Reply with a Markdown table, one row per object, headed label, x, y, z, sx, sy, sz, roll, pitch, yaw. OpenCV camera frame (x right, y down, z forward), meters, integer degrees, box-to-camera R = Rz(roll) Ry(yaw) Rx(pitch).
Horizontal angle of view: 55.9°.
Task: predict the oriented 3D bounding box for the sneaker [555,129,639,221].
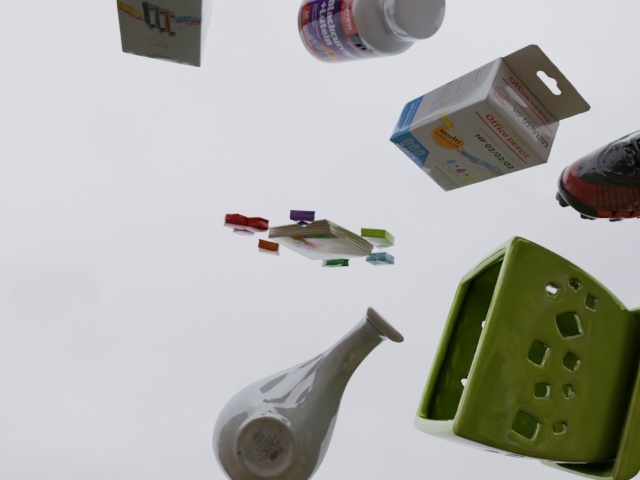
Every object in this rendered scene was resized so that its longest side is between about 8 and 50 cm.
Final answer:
| label | x | y | z | sx | sy | sz | roll | pitch | yaw |
| --- | --- | --- | --- | --- | --- | --- | --- | --- | --- |
| sneaker | 0.392 | -0.101 | 0.641 | 0.276 | 0.097 | 0.135 | -13 | -32 | 4 |

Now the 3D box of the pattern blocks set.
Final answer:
| label | x | y | z | sx | sy | sz | roll | pitch | yaw |
| --- | --- | --- | --- | --- | --- | --- | --- | --- | --- |
| pattern blocks set | 0.000 | 0.000 | 1.140 | 0.285 | 0.026 | 0.325 | -2 | -17 | 22 |

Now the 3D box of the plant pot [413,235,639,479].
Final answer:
| label | x | y | z | sx | sy | sz | roll | pitch | yaw |
| --- | --- | --- | --- | --- | --- | --- | --- | --- | --- |
| plant pot | 0.257 | 0.154 | 0.712 | 0.207 | 0.227 | 0.228 | 21 | -15 | 2 |

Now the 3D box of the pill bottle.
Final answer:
| label | x | y | z | sx | sy | sz | roll | pitch | yaw |
| --- | --- | --- | --- | --- | --- | --- | --- | --- | --- |
| pill bottle | 0.063 | -0.289 | 0.776 | 0.108 | 0.193 | 0.108 | -7 | -77 | -34 |

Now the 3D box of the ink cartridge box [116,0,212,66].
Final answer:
| label | x | y | z | sx | sy | sz | roll | pitch | yaw |
| --- | --- | --- | --- | --- | --- | --- | --- | --- | --- |
| ink cartridge box | -0.229 | -0.375 | 0.903 | 0.127 | 0.128 | 0.176 | 10 | -27 | -9 |

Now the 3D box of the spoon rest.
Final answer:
| label | x | y | z | sx | sy | sz | roll | pitch | yaw |
| --- | --- | --- | --- | --- | --- | --- | --- | --- | --- |
| spoon rest | -0.013 | 0.192 | 0.725 | 0.137 | 0.084 | 0.276 | 45 | -85 | 4 |

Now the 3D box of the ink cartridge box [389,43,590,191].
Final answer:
| label | x | y | z | sx | sy | sz | roll | pitch | yaw |
| --- | --- | --- | --- | --- | --- | --- | --- | --- | --- |
| ink cartridge box | 0.175 | -0.122 | 0.644 | 0.104 | 0.061 | 0.181 | 37 | -27 | -23 |
